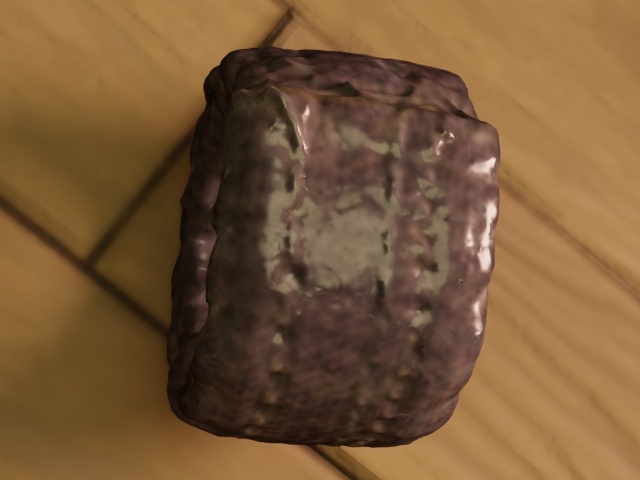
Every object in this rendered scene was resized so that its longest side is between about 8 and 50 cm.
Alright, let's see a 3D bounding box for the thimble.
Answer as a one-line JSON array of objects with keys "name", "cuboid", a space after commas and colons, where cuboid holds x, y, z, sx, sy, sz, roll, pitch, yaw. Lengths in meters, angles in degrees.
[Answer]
[{"name": "thimble", "cuboid": [0.000, 0.003, 0.572, 0.097, 0.150, 0.150, 8, 80, -12]}]
